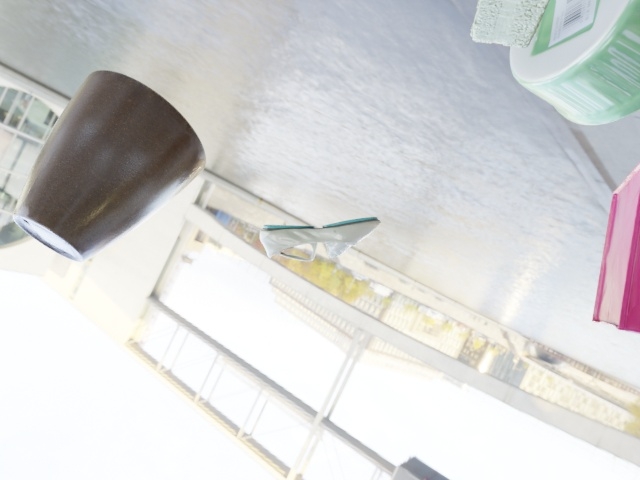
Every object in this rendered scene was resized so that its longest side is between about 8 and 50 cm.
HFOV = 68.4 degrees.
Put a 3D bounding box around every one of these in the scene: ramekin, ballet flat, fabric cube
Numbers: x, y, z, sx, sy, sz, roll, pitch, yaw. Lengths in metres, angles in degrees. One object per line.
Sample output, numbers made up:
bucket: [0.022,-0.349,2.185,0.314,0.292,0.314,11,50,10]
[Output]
ramekin: [0.477,-0.369,0.812,0.148,0.303,0.303,17,-178,-20]
ballet flat: [0.000,0.000,0.950,0.249,0.086,0.086,-4,172,13]
fabric cube: [0.588,0.034,0.707,0.258,0.254,0.259,11,178,23]

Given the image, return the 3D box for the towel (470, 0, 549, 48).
towel: [0.308,-0.372,0.770,0.110,0.027,0.148,15,168,14]

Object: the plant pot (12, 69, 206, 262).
plant pot: [-0.324,-0.089,0.699,0.215,0.230,0.215,21,152,12]
